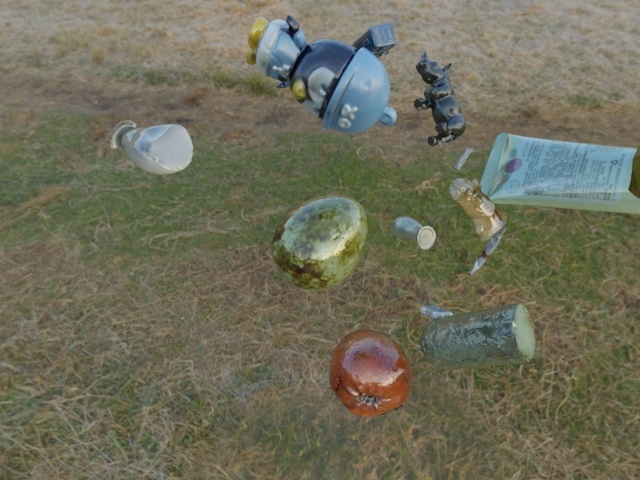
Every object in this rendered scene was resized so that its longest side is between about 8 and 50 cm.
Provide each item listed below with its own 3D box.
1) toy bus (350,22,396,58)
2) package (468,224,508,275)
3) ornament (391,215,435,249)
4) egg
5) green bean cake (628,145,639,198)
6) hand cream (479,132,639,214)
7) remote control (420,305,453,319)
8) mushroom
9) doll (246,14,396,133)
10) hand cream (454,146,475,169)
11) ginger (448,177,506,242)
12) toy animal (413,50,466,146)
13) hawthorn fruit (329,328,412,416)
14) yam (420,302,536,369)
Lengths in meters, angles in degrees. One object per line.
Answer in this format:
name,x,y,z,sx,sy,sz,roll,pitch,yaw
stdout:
toy bus,0.086,-0.381,0.817,0.065,0.047,0.166,-22,9,-24
package,0.299,0.019,0.720,0.015,0.110,0.037,36,38,19
ornament,0.274,-0.028,1.202,0.081,0.075,0.156,-19,21,-15
egg,0.000,0.000,1.079,0.238,0.289,0.238,32,23,-15
green bean cake,0.357,-0.071,0.252,0.233,0.124,0.236,35,56,23
hand cream,0.422,-0.104,0.651,0.306,0.093,0.147,16,79,36
remote control,0.392,0.245,1.366,0.074,0.122,0.032,1,91,-14
mushroom,-0.387,-0.208,0.906,0.225,0.093,0.116,10,72,33
doll,0.007,-0.307,0.773,0.314,0.177,0.141,28,63,-1
hand cream,0.463,-0.267,1.306,0.030,0.093,0.019,-5,51,-28
ginger,0.232,-0.045,0.585,0.057,0.137,0.044,-45,26,1
toy animal,0.173,-0.210,0.590,0.065,0.047,0.136,-19,89,-25
hawthorn fruit,0.155,0.410,1.336,0.276,0.276,0.307,-4,30,-3
yam,0.458,0.285,1.171,0.168,0.304,0.168,15,63,-33
